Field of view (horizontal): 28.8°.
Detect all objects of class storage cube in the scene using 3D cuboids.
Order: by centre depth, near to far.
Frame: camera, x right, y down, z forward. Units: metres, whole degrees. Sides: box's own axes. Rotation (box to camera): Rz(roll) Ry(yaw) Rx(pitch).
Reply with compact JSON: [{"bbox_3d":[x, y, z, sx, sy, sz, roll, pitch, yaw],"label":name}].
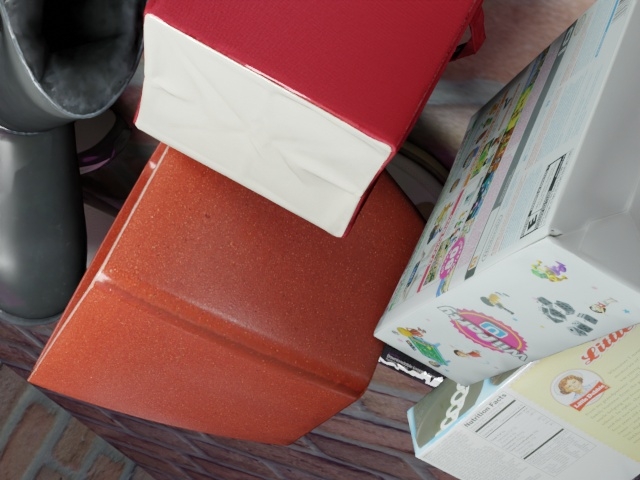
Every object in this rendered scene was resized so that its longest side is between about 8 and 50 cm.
[{"bbox_3d":[-0.003,-0.147,0.892,0.215,0.193,0.184,30,158,0],"label":"storage cube"}]

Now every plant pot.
[{"bbox_3d":[-0.066,0.030,1.079,0.235,0.267,0.267,30,148,-10],"label":"plant pot"}]

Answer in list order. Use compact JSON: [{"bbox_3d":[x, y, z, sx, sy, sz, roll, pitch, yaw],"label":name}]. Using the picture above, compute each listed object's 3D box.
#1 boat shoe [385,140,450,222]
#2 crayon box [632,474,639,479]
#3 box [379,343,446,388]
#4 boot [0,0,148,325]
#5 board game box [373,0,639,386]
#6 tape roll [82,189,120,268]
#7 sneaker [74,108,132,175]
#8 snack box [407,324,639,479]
[{"bbox_3d":[0.088,-0.002,1.201,0.302,0.103,0.113,35,147,-22],"label":"boat shoe"},{"bbox_3d":[0.308,0.155,1.192,0.203,0.083,0.323,-33,124,20],"label":"crayon box"},{"bbox_3d":[0.129,0.161,1.581,0.162,0.029,0.116,23,-179,12],"label":"box"},{"bbox_3d":[-0.231,-0.105,1.055,0.445,0.146,0.367,-7,95,63],"label":"boot"},{"bbox_3d":[0.166,-0.033,0.901,0.097,0.224,0.303,29,159,-8],"label":"board game box"},{"bbox_3d":[-0.390,-0.068,1.523,0.392,0.072,0.392,28,180,0],"label":"tape roll"},{"bbox_3d":[-0.339,-0.151,1.421,0.271,0.100,0.108,20,152,20],"label":"sneaker"},{"bbox_3d":[0.249,0.110,1.056,0.187,0.060,0.322,31,120,-27],"label":"snack box"}]
